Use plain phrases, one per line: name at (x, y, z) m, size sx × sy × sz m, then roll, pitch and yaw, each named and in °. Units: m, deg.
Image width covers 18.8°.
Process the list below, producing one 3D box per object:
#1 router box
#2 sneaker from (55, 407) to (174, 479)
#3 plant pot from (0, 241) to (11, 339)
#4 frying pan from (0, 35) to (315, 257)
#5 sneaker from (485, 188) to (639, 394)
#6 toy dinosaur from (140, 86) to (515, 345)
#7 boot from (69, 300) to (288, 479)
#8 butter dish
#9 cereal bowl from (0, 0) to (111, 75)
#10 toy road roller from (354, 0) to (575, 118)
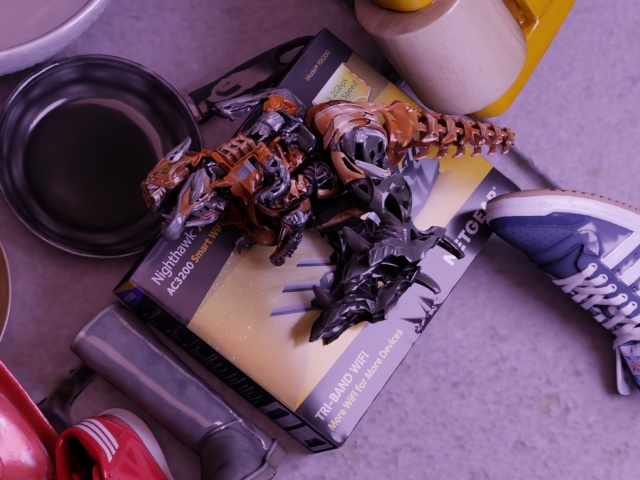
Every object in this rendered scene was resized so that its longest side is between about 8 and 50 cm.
router box at (0.000, 0.000, 1.764) m, size 0.243 × 0.081 × 0.309 m, roll 38°, pitch 71°, yaw -7°
sneaker at (-0.152, 0.245, 1.653) m, size 0.221 × 0.128 × 0.087 m, roll 45°, pitch 108°, yaw 15°
plant pot at (-0.397, 0.049, 1.730) m, size 0.236 × 0.032 × 0.236 m, roll 2°, pitch 74°, yaw -8°
frying pan at (-0.169, -0.123, 1.805) m, size 0.197 × 0.053 × 0.326 m, roll 38°, pitch 68°, yaw -2°
sneaker at (0.268, 0.054, 1.771) m, size 0.282 × 0.099 × 0.153 m, roll 17°, pitch 73°, yaw -28°
toy dinosaur at (0.017, -0.050, 1.665) m, size 0.322 × 0.164 × 0.218 m, roll -23°, pitch 70°, yaw 1°
boot at (-0.130, 0.145, 1.678) m, size 0.076 × 0.189 × 0.208 m, roll -43°, pitch 91°, yaw 6°
butter dish at (-0.297, 0.191, 1.646) m, size 0.160 × 0.118 × 0.160 m, roll -39°, pitch 103°, yaw -18°
cereal bowl at (-0.333, -0.298, 1.783) m, size 0.339 × 0.141 × 0.339 m, roll 2°, pitch 74°, yaw -8°
toy road roller at (0.113, -0.296, 1.805) m, size 0.240 × 0.202 × 0.329 m, roll 16°, pitch 69°, yaw 39°
